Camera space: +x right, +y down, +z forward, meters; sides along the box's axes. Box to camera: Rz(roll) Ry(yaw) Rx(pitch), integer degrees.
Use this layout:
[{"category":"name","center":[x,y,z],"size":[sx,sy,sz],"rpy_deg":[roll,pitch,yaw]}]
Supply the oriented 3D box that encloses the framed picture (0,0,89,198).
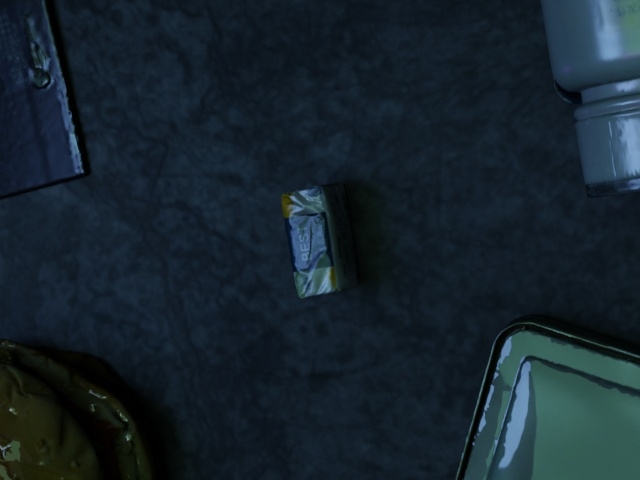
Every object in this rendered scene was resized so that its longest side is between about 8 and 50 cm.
[{"category":"framed picture","center":[-0.373,-0.142,1.317],"size":[0.338,0.014,0.255],"rpy_deg":[-13,90,22]}]

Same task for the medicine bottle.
[{"category":"medicine bottle","center":[0.219,-0.164,1.016],"size":[0.143,0.143,0.258],"rpy_deg":[-8,90,21]}]

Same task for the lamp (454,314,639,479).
[{"category":"lamp","center":[0.225,0.214,1.093],"size":[0.269,0.047,0.266],"rpy_deg":[18,101,19]}]

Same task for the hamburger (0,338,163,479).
[{"category":"hamburger","center":[-0.261,0.200,1.217],"size":[0.244,0.163,0.244],"rpy_deg":[1,93,19]}]

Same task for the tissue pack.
[{"category":"tissue pack","center":[0.000,0.000,1.155],"size":[0.042,0.062,0.083],"rpy_deg":[-10,91,16]}]
